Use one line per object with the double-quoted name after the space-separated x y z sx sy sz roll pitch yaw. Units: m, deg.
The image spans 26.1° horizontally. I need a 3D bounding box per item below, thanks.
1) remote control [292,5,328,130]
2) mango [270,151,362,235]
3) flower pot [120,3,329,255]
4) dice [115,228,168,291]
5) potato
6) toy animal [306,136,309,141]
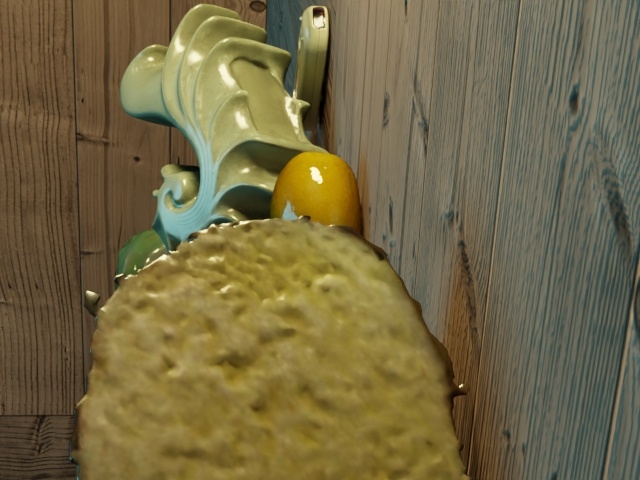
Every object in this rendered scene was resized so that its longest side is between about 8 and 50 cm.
-0.016 -0.239 1.940 0.221 0.042 0.078 97 173 -54 "remote control"
0.001 0.016 1.482 0.136 0.099 0.227 141 121 -75 "mango"
-0.142 -0.152 1.911 0.254 0.164 0.367 -38 60 36 "flower pot"
-0.203 0.161 2.462 0.322 0.318 0.330 105 164 -67 "dice"
-0.051 0.167 0.925 0.237 0.289 0.301 121 150 -47 "potato"
-0.073 -0.087 2.071 0.248 0.149 0.165 -131 56 -65 "toy animal"
